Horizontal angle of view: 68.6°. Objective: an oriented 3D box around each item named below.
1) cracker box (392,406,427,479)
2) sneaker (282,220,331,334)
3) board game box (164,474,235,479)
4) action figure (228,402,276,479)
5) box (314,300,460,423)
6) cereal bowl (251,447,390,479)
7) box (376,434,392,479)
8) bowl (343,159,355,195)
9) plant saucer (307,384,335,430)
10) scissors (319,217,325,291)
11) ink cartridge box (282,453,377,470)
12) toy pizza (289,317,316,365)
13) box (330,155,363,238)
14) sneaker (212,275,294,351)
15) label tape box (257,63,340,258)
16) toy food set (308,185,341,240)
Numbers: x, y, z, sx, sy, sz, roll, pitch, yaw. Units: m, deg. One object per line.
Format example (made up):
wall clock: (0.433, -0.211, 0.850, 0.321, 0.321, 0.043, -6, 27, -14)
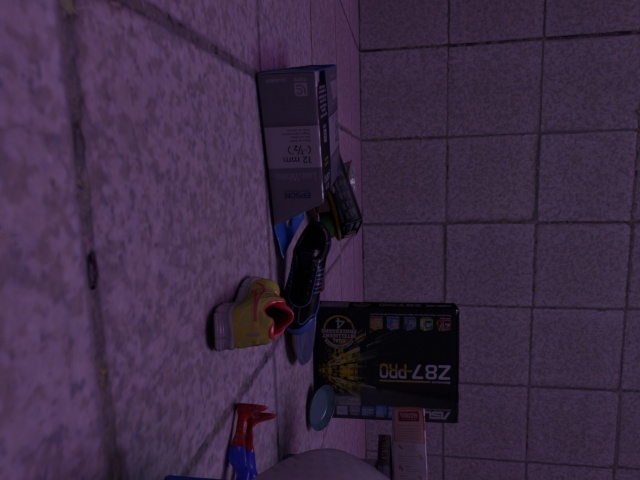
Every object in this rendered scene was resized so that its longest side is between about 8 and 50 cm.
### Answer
cracker box: (0.178, 0.454, 0.934, 0.155, 0.067, 0.232, 64, 25, -68)
sneaker: (-0.033, 0.071, 0.947, 0.090, 0.082, 0.232, 65, 36, -69)
board game box: (-0.081, 0.352, 0.494, 0.047, 0.160, 0.210, -62, 151, -71)
action figure: (-0.072, 0.377, 0.636, 0.091, 0.139, 0.280, 72, 23, -57)
box: (0.181, 0.333, 1.310, 0.097, 0.395, 0.318, -40, 130, -79)
cereal bowl: (0.000, 0.352, 0.357, 0.339, 0.141, 0.338, -14, 108, -49)
box: (0.126, 0.459, 0.913, 0.137, 0.027, 0.093, -52, 138, -75)
bowl: (0.071, -0.188, 1.596, 0.170, 0.080, 0.170, 0, 90, -79)
plant saucer: (-0.001, 0.443, 1.249, 0.119, 0.021, 0.119, -7, 98, -55)
scissors: (0.000, 0.000, 1.379, 0.109, 0.021, 0.296, 45, 45, -73)
ink cartridge box: (0.000, 0.534, 0.840, 0.270, 0.198, 0.197, 24, 66, -79)
toy pizza: (-0.044, 0.183, 1.077, 0.201, 0.032, 0.201, 0, 90, -79)
box: (0.049, -0.127, 1.271, 0.175, 0.051, 0.220, 96, -24, -77)
sneaker: (-0.081, 0.108, 0.688, 0.208, 0.094, 0.081, -58, 145, -74)
label tape box: (-0.026, -0.170, 0.955, 0.249, 0.115, 0.347, -66, 153, -66)
toy food set: (-0.001, -0.082, 1.251, 0.217, 0.071, 0.128, 78, -8, -46)
